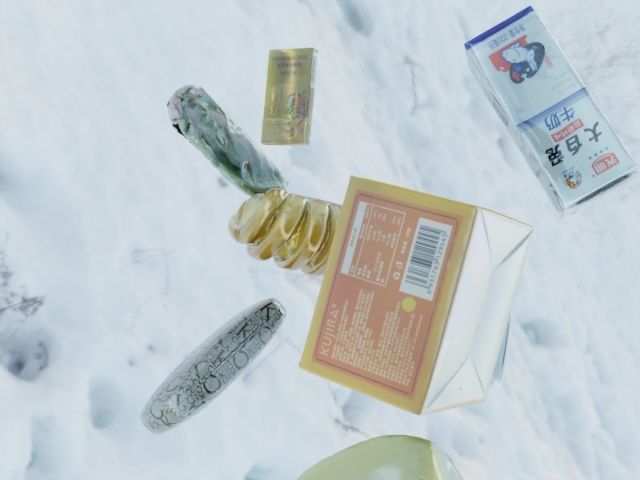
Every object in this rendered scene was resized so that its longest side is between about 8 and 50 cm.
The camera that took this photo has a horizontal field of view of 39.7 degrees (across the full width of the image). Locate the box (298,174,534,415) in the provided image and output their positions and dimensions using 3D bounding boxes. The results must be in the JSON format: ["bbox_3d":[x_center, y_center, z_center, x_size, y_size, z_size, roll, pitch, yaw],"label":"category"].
[{"bbox_3d":[0.139,0.076,1.270,0.259,0.213,0.284,10,97,-61],"label":"box"}]

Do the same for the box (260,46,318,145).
[{"bbox_3d":[-0.050,-0.230,1.423,0.022,0.089,0.156,8,88,-58],"label":"box"}]

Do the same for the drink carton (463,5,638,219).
[{"bbox_3d":[0.359,-0.199,1.399,0.315,0.130,0.106,62,8,17],"label":"drink carton"}]

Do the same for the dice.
[{"bbox_3d":[0.063,0.293,0.807,0.166,0.169,0.169,61,11,-20],"label":"dice"}]

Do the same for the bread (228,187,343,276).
[{"bbox_3d":[0.000,0.000,1.576,0.311,0.173,0.121,14,69,-22],"label":"bread"}]

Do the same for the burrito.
[{"bbox_3d":[-0.168,-0.165,1.639,0.309,0.066,0.096,43,67,-35],"label":"burrito"}]

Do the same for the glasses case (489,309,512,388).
[{"bbox_3d":[0.358,0.216,1.866,0.049,0.074,0.193,28,67,-44],"label":"glasses case"}]

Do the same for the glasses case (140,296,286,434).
[{"bbox_3d":[-0.179,0.211,1.549,0.085,0.137,0.354,52,41,-4],"label":"glasses case"}]
